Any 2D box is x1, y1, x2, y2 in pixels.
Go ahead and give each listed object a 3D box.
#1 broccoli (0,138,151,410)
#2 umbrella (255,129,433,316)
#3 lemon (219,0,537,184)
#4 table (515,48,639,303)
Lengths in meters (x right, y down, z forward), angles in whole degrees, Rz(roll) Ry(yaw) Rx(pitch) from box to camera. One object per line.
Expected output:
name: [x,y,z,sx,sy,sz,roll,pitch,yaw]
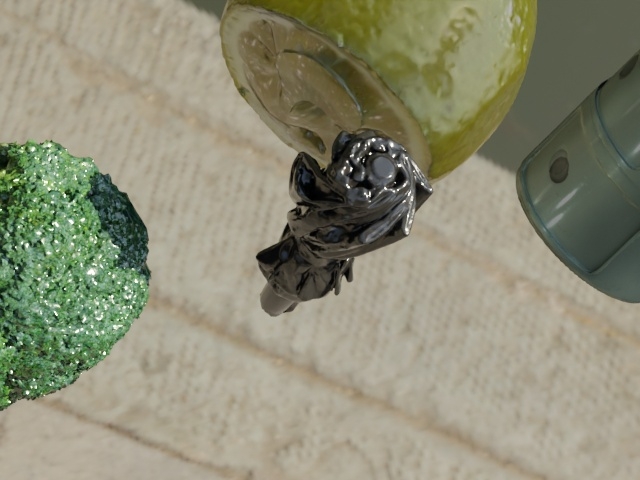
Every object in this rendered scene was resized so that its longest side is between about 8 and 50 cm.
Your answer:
broccoli: [-0.291,0.026,1.557,0.245,0.294,0.265,34,36,31]
umbrella: [0.000,0.000,1.524,0.118,0.340,0.118,5,68,-14]
lemon: [0.086,-0.253,1.906,0.364,0.364,0.364,10,71,-29]
table: [0.239,-0.073,1.040,0.126,0.220,0.126,28,36,-23]
